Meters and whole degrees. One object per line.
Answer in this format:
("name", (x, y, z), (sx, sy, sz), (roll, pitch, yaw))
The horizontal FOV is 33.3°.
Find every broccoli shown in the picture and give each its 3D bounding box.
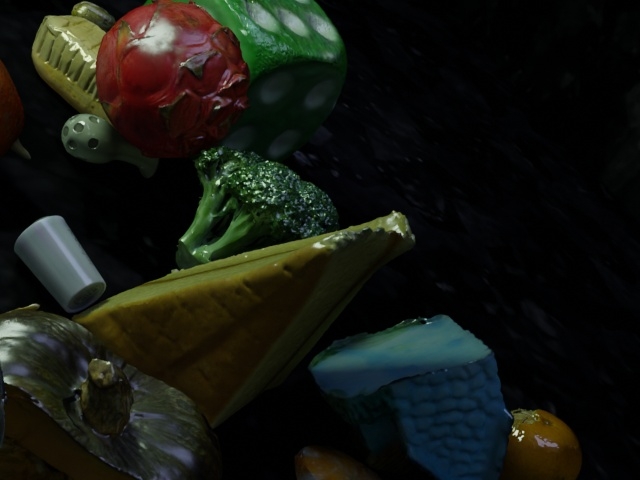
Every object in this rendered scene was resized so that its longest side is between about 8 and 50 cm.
("broccoli", (-0.089, -0.010, 1.577), (0.241, 0.269, 0.261), (-30, 64, -25))

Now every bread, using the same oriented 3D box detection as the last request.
("bread", (-0.370, -0.272, 1.776), (0.236, 0.106, 0.140), (40, 27, 8))
("bread", (-0.081, 0.037, 1.330), (0.245, 0.362, 0.233), (45, 27, 11))

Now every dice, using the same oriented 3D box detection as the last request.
("dice", (-0.150, -0.312, 1.899), (0.297, 0.300, 0.287), (-1, 46, -52))

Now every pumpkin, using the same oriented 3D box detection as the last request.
("pumpkin", (-0.231, 0.195, 1.036), (0.317, 0.222, 0.139), (36, 25, -4))

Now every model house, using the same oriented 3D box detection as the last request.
("model house", (0.128, 0.255, 1.462), (0.261, 0.225, 0.241), (-134, -154, -77))

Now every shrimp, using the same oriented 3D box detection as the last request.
("shrimp", (0.099, 0.361, 1.356), (0.316, 0.062, 0.164), (36, 23, 4))

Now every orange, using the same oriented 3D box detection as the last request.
("orange", (0.318, 0.326, 1.620), (0.156, 0.134, 0.156), (20, 8, -3))

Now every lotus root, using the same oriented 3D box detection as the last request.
("lotus root", (-0.421, -0.414, 2.015), (0.099, 0.049, 0.054), (22, 21, -27))

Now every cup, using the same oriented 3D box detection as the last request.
("cup", (-0.327, 0.033, 1.376), (0.116, 0.074, 0.104), (49, -1, 16))

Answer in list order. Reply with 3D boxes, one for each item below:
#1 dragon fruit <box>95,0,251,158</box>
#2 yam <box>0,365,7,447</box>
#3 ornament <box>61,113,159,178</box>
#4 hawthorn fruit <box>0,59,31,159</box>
("dragon fruit", (-0.221, -0.240, 1.605), (0.241, 0.241, 0.252), (-8, 78, -56))
("yam", (-0.432, 0.164, 0.831), (0.241, 0.241, 0.348), (44, 31, 15))
("ornament", (-0.330, -0.148, 1.664), (0.156, 0.081, 0.075), (13, 71, -42))
("hawthorn fruit", (-0.480, -0.180, 1.414), (0.251, 0.199, 0.199), (36, 22, -34))
